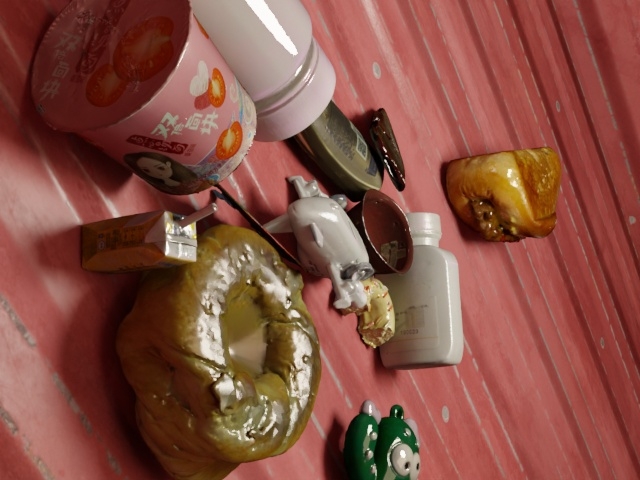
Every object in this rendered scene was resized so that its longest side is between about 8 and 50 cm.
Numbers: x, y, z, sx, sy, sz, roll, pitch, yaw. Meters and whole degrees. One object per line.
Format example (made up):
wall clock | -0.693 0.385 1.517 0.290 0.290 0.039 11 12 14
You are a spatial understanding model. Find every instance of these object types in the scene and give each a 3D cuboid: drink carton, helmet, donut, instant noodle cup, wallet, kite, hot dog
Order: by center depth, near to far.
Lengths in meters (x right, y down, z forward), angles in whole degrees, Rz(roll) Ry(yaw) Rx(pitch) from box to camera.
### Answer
drink carton | -0.215 0.000 1.399 0.084 0.199 0.075 18 69 -56
instant noodle cup | -0.220 -0.192 1.427 0.231 0.242 0.243 46 45 -53
donut | -0.140 0.162 1.521 0.360 0.170 0.361 29 54 -50
kite | -0.094 -0.015 1.631 0.016 0.234 0.321 -46 151 -3
helmet | 0.087 -0.007 1.999 0.175 0.106 0.155 46 39 -40
donut | 0.090 0.117 2.012 0.166 0.065 0.108 49 43 -42
wallet | 0.132 -0.184 2.109 0.255 0.031 0.137 -79 148 -73
hot dog | 0.452 -0.104 2.560 0.405 0.185 0.223 -14 92 -60

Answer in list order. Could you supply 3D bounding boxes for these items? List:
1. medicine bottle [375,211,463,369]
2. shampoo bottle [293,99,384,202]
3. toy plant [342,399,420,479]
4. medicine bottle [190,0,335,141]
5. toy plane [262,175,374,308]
medicine bottle | 0.189 0.099 2.090 0.111 0.161 0.296 15 68 -58
shampoo bottle | 0.000 -0.205 1.929 0.350 0.084 0.126 44 38 -45
toy plant | 0.116 0.409 1.933 0.232 0.112 0.243 13 77 -56
medicine bottle | -0.139 -0.330 1.597 0.379 0.213 0.214 48 43 -46
toy plane | 0.005 -0.002 1.832 0.267 0.122 0.267 59 13 -22
